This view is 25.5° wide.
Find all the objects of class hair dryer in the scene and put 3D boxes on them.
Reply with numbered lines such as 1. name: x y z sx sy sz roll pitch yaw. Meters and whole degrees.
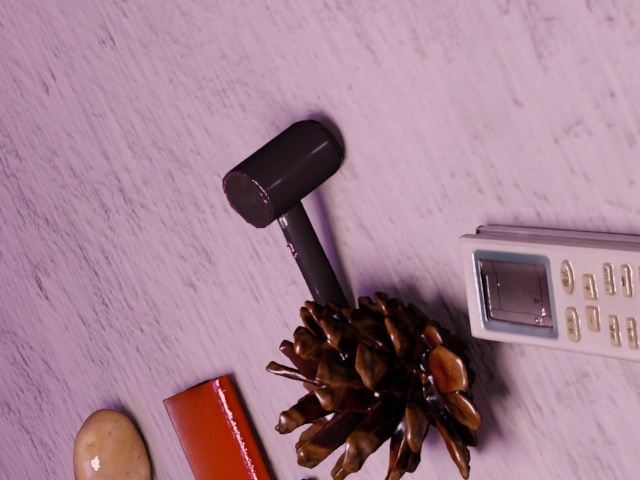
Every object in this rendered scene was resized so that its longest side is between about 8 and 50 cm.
1. hair dryer: -0.001 0.001 1.493 0.070 0.114 0.248 10 133 52

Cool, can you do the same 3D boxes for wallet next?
1. wallet: -0.116 0.273 1.751 0.142 0.045 0.204 -27 85 52

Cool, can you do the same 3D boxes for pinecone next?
1. pinecone: 0.050 0.152 1.407 0.229 0.201 0.203 -165 75 -71

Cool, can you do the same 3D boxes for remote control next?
1. remote control: 0.243 0.048 1.252 0.277 0.055 0.103 5 109 46

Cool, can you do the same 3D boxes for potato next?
1. potato: -0.282 0.298 1.903 0.112 0.112 0.147 5 107 47

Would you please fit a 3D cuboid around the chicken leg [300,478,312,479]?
1. chicken leg: -0.003 0.349 1.667 0.062 0.037 0.145 -179 73 -71
